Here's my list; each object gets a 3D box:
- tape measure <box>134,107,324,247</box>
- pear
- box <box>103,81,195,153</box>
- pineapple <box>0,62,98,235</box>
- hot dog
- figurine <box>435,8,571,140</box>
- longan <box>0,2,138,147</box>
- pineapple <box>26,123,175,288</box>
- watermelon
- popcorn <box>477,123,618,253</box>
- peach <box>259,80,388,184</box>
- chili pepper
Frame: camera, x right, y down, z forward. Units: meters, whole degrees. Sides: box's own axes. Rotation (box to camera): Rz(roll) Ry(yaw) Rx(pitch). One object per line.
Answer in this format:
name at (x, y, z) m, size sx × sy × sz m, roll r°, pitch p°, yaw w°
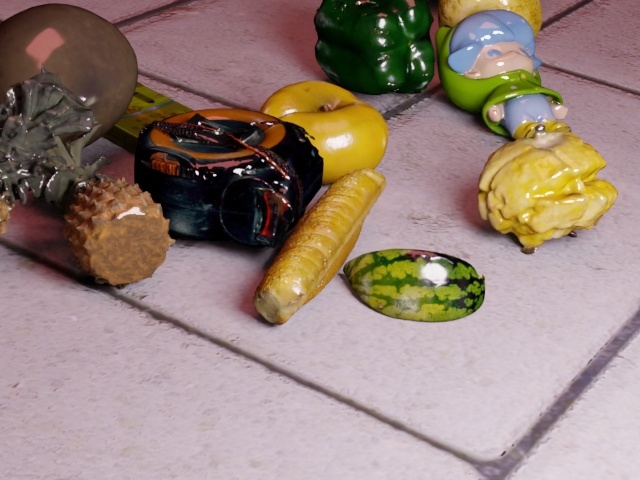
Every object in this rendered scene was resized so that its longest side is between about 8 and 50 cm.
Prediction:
tape measure at (-0.112, -0.081, 1.534) m, size 0.223 × 0.135 × 0.202 m, roll 11°, pitch 28°, yaw 13°
pear at (0.273, -0.367, 2.091) m, size 0.178 × 0.178 × 0.178 m, roll 5°, pitch 29°, yaw -3°
box at (-0.264, -0.176, 1.785) m, size 0.193 × 0.030 × 0.121 m, roll 29°, pitch 36°, yaw 34°
pineapple at (-0.348, -0.072, 1.384) m, size 0.248 × 0.128 × 0.128 m, roll -46°, pitch 47°, yaw -7°
hot dog at (0.000, -0.001, 1.462) m, size 0.068 × 0.083 × 0.289 m, roll 30°, pitch 36°, yaw 7°
figurine at (0.263, -0.229, 1.884) m, size 0.162 × 0.143 × 0.263 m, roll -9°, pitch 49°, yaw -21°
longan at (-0.342, -0.203, 1.650) m, size 0.196 × 0.196 × 0.220 m, roll 22°, pitch 45°, yaw 25°
pineapple at (-0.260, -0.054, 1.479) m, size 0.130 × 0.119 × 0.277 m, roll -33°, pitch 40°, yaw -13°
watermelon at (0.111, 0.039, 1.433) m, size 0.163 × 0.069 × 0.087 m, roll 6°, pitch 30°, yaw -5°
popcorn at (0.274, -0.061, 1.570) m, size 0.167 × 0.152 × 0.148 m, roll -2°, pitch 27°, yaw 14°
peach at (-0.001, -0.141, 1.696) m, size 0.179 × 0.103 × 0.179 m, roll 2°, pitch 30°, yaw -1°
chili pepper at (0.069, -0.305, 1.950) m, size 0.165 × 0.174 × 0.261 m, roll -33°, pitch 33°, yaw -16°
